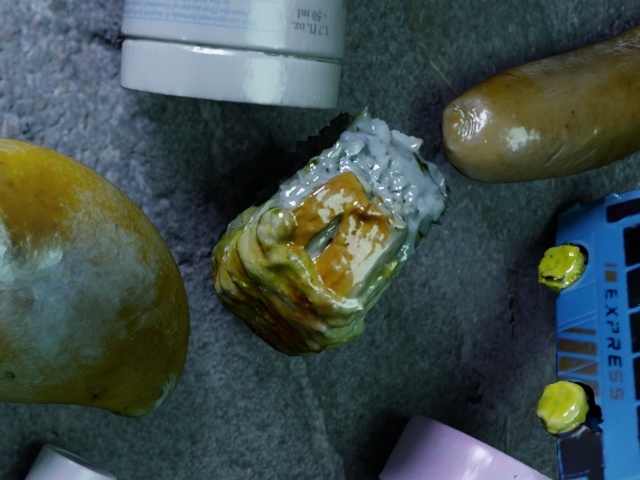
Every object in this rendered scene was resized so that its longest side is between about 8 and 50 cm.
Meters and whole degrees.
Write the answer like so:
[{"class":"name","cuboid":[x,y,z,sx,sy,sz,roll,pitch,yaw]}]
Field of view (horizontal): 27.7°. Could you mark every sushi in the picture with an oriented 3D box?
[{"class":"sushi","cuboid":[0.000,0.000,1.106,0.139,0.274,0.184,44,69,-8]}]

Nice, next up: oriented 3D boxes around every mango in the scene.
[{"class":"mango","cuboid":[-0.206,0.042,0.997,0.192,0.146,0.316,-53,133,-5]}]

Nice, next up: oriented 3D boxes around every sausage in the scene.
[{"class":"sausage","cuboid":[0.322,-0.161,1.354,0.501,0.123,0.136,-26,113,-29]}]

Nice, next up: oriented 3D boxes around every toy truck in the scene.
[{"class":"toy truck","cuboid":[0.318,0.120,1.294,0.161,0.162,0.385,48,34,-33]}]

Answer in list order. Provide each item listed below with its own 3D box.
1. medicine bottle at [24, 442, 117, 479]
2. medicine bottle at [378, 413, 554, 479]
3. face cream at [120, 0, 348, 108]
[{"class":"medicine bottle","cuboid":[-0.254,0.296,1.054,0.095,0.095,0.260,31,84,-38]},{"class":"medicine bottle","cuboid":[0.106,0.353,1.269,0.202,0.202,0.315,35,81,-37]},{"class":"face cream","cuboid":[-0.065,-0.187,1.021,0.177,0.177,0.152,1,100,-37]}]
